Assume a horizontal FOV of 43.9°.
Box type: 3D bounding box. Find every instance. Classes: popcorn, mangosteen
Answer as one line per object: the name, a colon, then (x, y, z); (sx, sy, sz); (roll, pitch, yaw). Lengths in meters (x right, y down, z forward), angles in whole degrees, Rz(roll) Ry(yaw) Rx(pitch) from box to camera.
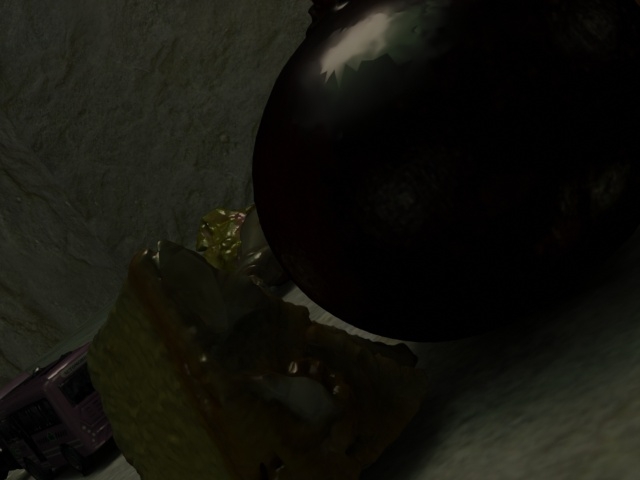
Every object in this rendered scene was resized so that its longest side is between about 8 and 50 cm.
popcorn: (-0.111, 0.011, 1.141); (0.126, 0.126, 0.145); (6, 18, 40)
mangosteen: (0.053, -0.081, 0.440); (0.235, 0.261, 0.235); (-37, 6, 5)

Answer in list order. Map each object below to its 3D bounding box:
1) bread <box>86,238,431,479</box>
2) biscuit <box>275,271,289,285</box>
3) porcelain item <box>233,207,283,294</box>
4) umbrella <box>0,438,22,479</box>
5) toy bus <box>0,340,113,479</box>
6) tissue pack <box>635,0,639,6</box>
bread: (-0.042, 0.071, 0.399); (0.127, 0.152, 0.147); (-41, 0, -39)
biscuit: (0.000, 0.000, 1.012); (0.192, 0.036, 0.186); (-33, 10, 26)
porcelain item: (-0.074, 0.030, 0.959); (0.084, 0.054, 0.213); (-48, 19, 21)
umbrella: (-0.413, 0.260, 0.929); (0.224, 0.071, 0.080); (-10, -11, -32)
toy bus: (-0.267, 0.177, 0.827); (0.199, 0.108, 0.096); (-27, 12, 47)
tissue pack: (0.260, -0.288, 0.731); (0.194, 0.274, 0.145); (-37, 9, 1)
